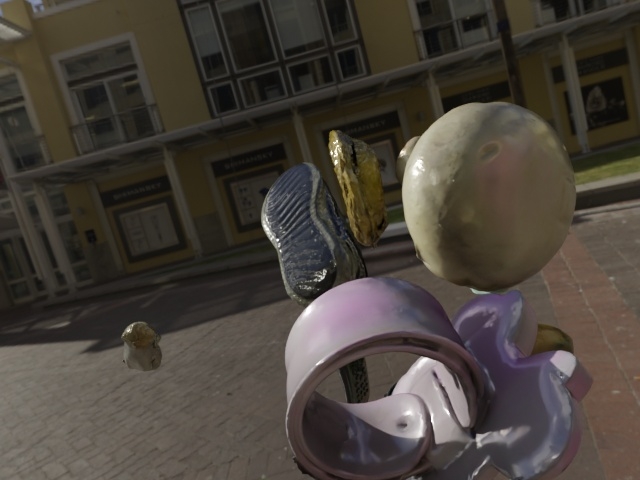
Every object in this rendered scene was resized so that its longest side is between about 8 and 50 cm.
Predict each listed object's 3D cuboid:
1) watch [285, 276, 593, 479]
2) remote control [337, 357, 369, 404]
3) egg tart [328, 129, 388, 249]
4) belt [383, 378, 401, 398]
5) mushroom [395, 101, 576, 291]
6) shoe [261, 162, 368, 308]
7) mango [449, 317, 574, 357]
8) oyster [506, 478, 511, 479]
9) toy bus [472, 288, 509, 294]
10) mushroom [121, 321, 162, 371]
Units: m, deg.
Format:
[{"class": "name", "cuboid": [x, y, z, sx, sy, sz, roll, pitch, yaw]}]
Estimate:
[{"class": "watch", "cuboid": [0.087, 0.138, 0.432, 0.248, 0.218, 0.211, -53, 19, 18]}, {"class": "remote control", "cuboid": [0.056, 0.229, 0.847, 0.042, 0.221, 0.072, -4, 17, 33]}, {"class": "egg tart", "cuboid": [0.090, -0.114, 0.952, 0.095, 0.278, 0.279, -17, 7, 7]}, {"class": "belt", "cuboid": [0.330, 0.571, 1.472, 0.268, 0.206, 0.116, 16, -15, 43]}, {"class": "mushroom", "cuboid": [0.282, -0.099, 0.757, 0.315, 0.356, 0.315, 1, -34, 1]}, {"class": "shoe", "cuboid": [0.000, 0.000, 0.562, 0.099, 0.112, 0.227, -35, 46, 19]}, {"class": "mango", "cuboid": [0.374, 0.241, 0.925, 0.317, 0.172, 0.211, 1, -25, -15]}, {"class": "oyster", "cuboid": [0.628, 0.892, 1.371, 0.100, 0.275, 0.271, -31, -23, -54]}, {"class": "toy bus", "cuboid": [0.476, 0.033, 1.248, 0.134, 0.164, 0.276, -8, 25, 26]}, {"class": "mushroom", "cuboid": [-0.447, 0.261, 1.096, 0.099, 0.096, 0.278, -4, -29, -21]}]
